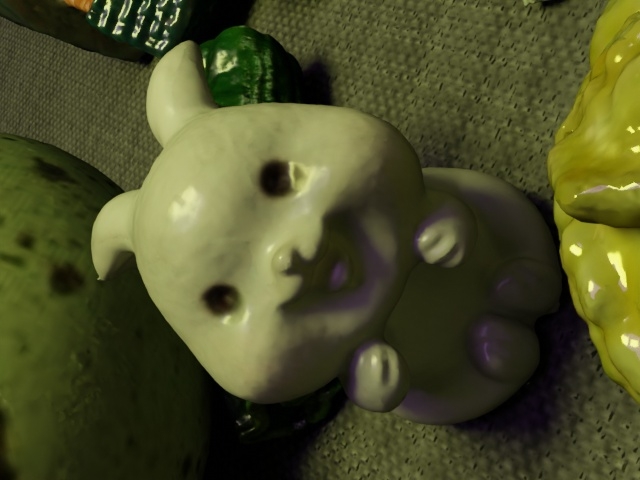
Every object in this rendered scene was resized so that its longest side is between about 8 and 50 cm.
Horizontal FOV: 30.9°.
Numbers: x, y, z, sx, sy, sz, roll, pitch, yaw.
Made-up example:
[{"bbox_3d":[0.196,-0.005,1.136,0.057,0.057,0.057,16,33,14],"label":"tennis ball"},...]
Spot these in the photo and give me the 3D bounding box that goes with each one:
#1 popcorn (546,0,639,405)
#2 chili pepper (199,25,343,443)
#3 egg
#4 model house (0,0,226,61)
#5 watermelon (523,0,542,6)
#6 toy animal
[{"bbox_3d":[0.159,-0.019,0.355,0.174,0.168,0.195,-60,-2,37],"label":"popcorn"},{"bbox_3d":[-0.040,-0.009,0.676,0.099,0.083,0.253,-35,54,38],"label":"chili pepper"},{"bbox_3d":[-0.209,0.081,0.687,0.288,0.287,0.379,-55,34,24],"label":"egg"},{"bbox_3d":[-0.128,-0.247,0.799,0.301,0.190,0.272,38,106,52],"label":"model house"},{"bbox_3d":[0.123,-0.246,0.521,0.213,0.201,0.262,-37,6,42],"label":"watermelon"},{"bbox_3d":[0.001,0.002,0.527,0.128,0.193,0.178,-68,27,7],"label":"toy animal"}]
